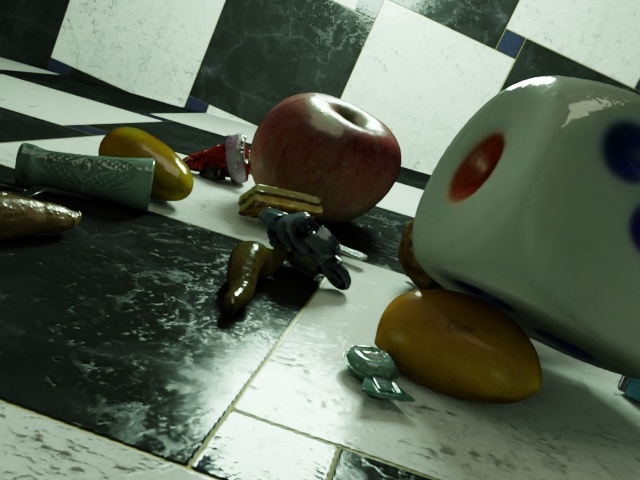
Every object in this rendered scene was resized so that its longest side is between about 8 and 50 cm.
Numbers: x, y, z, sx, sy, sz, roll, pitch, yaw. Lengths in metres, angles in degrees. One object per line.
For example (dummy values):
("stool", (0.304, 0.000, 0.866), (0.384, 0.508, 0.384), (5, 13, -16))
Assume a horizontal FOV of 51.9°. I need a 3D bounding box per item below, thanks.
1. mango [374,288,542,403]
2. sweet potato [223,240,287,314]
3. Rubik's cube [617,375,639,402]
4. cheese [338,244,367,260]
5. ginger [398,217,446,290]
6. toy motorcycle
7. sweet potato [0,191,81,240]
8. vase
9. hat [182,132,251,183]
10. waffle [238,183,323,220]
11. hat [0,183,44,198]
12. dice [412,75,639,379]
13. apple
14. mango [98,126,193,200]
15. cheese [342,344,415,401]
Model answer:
("mango", (0.164, 0.122, 0.781), (0.141, 0.102, 0.217), (-3, 21, -41))
("sweet potato", (-0.102, 0.040, 0.908), (0.069, 0.059, 0.249), (52, 15, -5))
("Rubik's cube", (0.587, 0.148, 0.882), (0.221, 0.224, 0.231), (2, 20, -44))
("cheese", (0.000, 0.000, 1.221), (0.192, 0.037, 0.097), (22, 16, 27))
("ginger", (0.302, 0.024, 1.170), (0.419, 0.176, 0.254), (-7, 33, -41))
("toy motorcycle", (-0.028, 0.001, 1.030), (0.061, 0.124, 0.193), (-38, 48, -25))
("sweet potato", (-0.424, -0.033, 0.822), (0.066, 0.072, 0.314), (-2, 5, 30))
("vase", (-0.400, -0.112, 1.127), (0.220, 0.096, 0.096), (9, 15, -15))
("hat", (-0.269, -0.190, 1.607), (0.228, 0.128, 0.140), (-4, 39, -6))
("waffle", (-0.079, -0.068, 1.298), (0.148, 0.042, 0.102), (10, -18, -26))
("hat", (-0.451, -0.057, 0.926), (0.121, 0.050, 0.121), (11, 10, -2))
("dice", (0.313, -0.016, 0.828), (0.304, 0.276, 0.304), (30, -7, -12))
("apple", (0.007, -0.169, 1.477), (0.345, 0.269, 0.344), (25, 24, -12))
("mango", (-0.341, -0.145, 1.274), (0.253, 0.113, 0.138), (32, 7, 34))
("cheese", (0.060, 0.146, 0.731), (0.067, 0.026, 0.120), (12, 14, -14))
